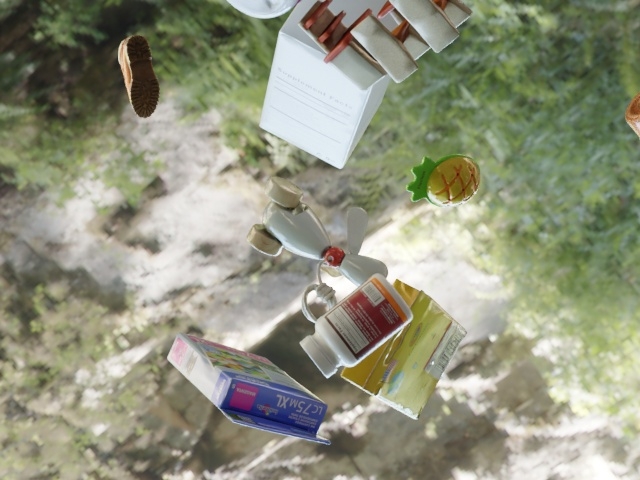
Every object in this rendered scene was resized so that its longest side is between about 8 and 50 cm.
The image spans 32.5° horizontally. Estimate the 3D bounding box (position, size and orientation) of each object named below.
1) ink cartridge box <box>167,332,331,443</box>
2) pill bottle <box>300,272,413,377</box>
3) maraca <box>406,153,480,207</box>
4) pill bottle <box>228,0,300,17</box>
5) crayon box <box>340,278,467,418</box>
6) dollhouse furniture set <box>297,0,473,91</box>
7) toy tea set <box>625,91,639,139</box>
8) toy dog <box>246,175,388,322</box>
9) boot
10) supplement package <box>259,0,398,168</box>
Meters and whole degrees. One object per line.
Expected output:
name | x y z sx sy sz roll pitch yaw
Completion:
ink cartridge box | -0.115 0.239 1.798 0.185 0.065 0.311 20 -175 -28
pill bottle | 0.049 0.123 1.554 0.086 0.152 0.086 52 177 4
maraca | 0.269 -0.130 2.381 0.185 0.127 0.099 1 -156 -30
pill bottle | -0.024 -0.449 1.578 0.160 0.160 0.283 49 -130 -7
crayon box | 0.149 0.195 1.976 0.081 0.202 0.318 28 174 26
dollhouse furniture set | 0.103 -0.326 1.473 0.135 0.259 0.262 44 -136 -12
toy tea set | 0.574 -0.180 1.570 0.124 0.200 0.336 37 -167 -18
toy dog | 0.000 0.000 2.355 0.334 0.220 0.161 51 -155 6
boot | -0.352 -0.315 2.108 0.059 0.084 0.158 -11 -77 -27
supplement package | 0.023 -0.293 1.877 0.175 0.293 0.177 28 -117 4
